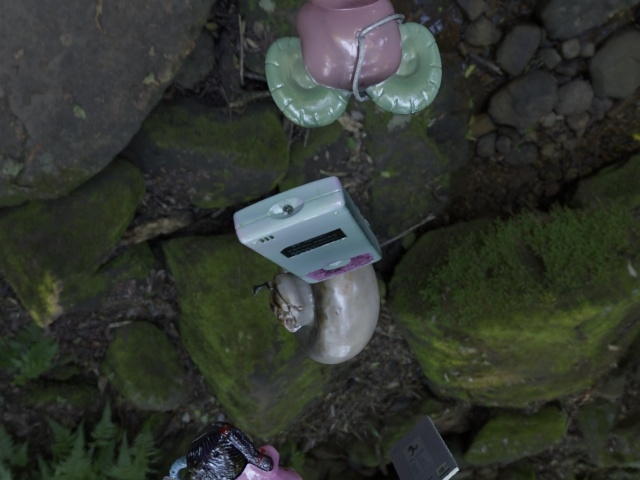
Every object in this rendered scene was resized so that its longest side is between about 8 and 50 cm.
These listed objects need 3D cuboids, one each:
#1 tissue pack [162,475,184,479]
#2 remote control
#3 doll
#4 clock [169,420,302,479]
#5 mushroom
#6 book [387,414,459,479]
[{"bbox_3d":[-0.211,0.422,0.834,0.085,0.079,0.110,16,100,-3],"label":"tissue pack"},{"bbox_3d":[0.000,-0.001,0.840,0.145,0.050,0.344,-20,163,8],"label":"remote control"},{"bbox_3d":[0.047,-0.321,0.895,0.285,0.268,0.216,-12,177,-7],"label":"doll"},{"bbox_3d":[-0.161,0.413,0.992,0.194,0.100,0.195,-37,109,21],"label":"clock"},{"bbox_3d":[-0.017,0.142,1.464,0.295,0.362,0.362,-10,142,-25],"label":"mushroom"},{"bbox_3d":[0.216,0.470,1.225,0.127,0.181,0.014,-44,109,5],"label":"book"}]
